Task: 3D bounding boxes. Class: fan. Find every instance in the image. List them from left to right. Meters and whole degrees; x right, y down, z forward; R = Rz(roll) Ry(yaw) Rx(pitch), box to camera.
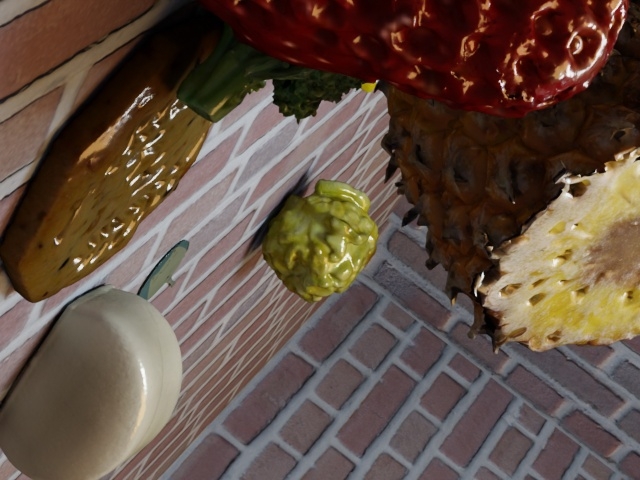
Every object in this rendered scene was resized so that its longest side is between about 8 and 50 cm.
[{"bbox_3d":[-0.219,0.050,1.995,0.113,0.005,0.175,-52,173,-8],"label":"fan"}]

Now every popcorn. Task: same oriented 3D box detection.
[{"bbox_3d":[0.006,-0.008,2.456,0.217,0.181,0.235,-49,177,-38],"label":"popcorn"}]

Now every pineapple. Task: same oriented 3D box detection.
[{"bbox_3d":[0.226,-0.094,1.253,0.352,0.300,0.352,-13,149,-8],"label":"pineapple"}]

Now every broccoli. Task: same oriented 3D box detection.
[{"bbox_3d":[-0.053,-0.182,1.285,0.194,0.194,0.219,-52,-175,-9],"label":"broccoli"}]

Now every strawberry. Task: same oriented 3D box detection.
[{"bbox_3d":[0.076,-0.245,1.043,0.317,0.345,0.295,-41,162,-44],"label":"strawberry"}]

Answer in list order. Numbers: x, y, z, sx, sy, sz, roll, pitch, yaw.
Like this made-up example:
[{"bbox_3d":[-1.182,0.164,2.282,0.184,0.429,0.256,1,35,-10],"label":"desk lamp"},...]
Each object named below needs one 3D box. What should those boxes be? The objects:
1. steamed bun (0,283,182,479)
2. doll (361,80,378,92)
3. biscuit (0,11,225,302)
[{"bbox_3d":[-0.271,0.188,1.709,0.242,0.164,0.146,-54,172,20],"label":"steamed bun"},{"bbox_3d":[0.059,-0.267,2.053,0.135,0.071,0.113,-51,-165,45],"label":"doll"},{"bbox_3d":[-0.189,-0.081,1.400,0.359,0.046,0.359,-53,173,-9],"label":"biscuit"}]
